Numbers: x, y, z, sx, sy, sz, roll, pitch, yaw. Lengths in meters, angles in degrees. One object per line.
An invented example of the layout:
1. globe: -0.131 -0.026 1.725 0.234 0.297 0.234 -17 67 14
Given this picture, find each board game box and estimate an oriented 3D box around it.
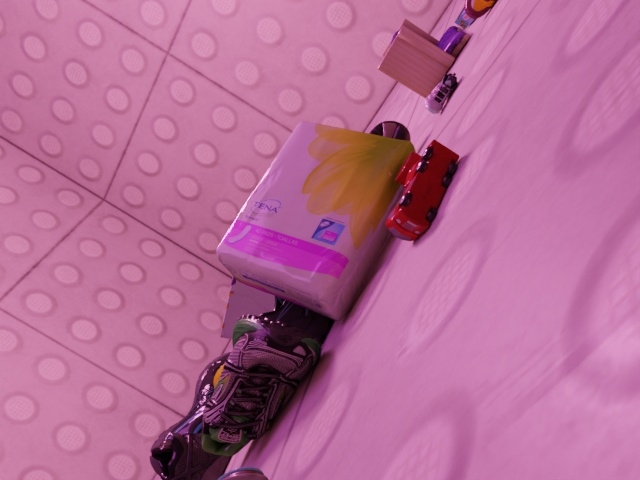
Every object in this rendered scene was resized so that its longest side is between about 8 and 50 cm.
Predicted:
1. board game box: -0.127 0.139 1.557 0.275 0.144 0.142 153 128 -81
2. board game box: 0.407 -0.616 1.779 0.160 0.039 0.211 -58 5 -6

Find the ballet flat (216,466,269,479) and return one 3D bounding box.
1. ballet flat: -0.111 0.337 0.881 0.213 0.072 0.068 126 147 -47

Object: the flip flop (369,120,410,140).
1. flip flop: 0.090 -0.107 1.452 0.277 0.112 0.080 -60 -22 5

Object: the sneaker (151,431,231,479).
1. sneaker: -0.226 0.374 1.372 0.087 0.130 0.227 -52 5 37

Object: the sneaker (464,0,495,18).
1. sneaker: 0.376 -0.568 1.603 0.185 0.070 0.084 -57 -1 21

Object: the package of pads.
1. package of pads: -0.004 -0.043 1.172 0.296 0.229 0.101 -58 -37 -19

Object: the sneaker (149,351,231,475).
1. sneaker: -0.226 0.381 1.625 0.140 0.125 0.340 -18 29 39

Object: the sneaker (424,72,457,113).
1. sneaker: 0.237 -0.292 1.421 0.069 0.038 0.098 -54 6 49

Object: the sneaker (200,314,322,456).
1. sneaker: -0.096 0.230 1.110 0.343 0.134 0.146 117 172 -50

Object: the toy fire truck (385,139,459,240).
1. toy fire truck: 0.129 -0.066 1.008 0.192 0.047 0.135 -62 5 -33

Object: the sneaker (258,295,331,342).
1. sneaker: -0.009 0.070 1.225 0.267 0.106 0.101 -60 2 -38

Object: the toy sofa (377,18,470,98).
1. toy sofa: 0.255 -0.488 1.860 0.177 0.150 0.362 -58 4 20
